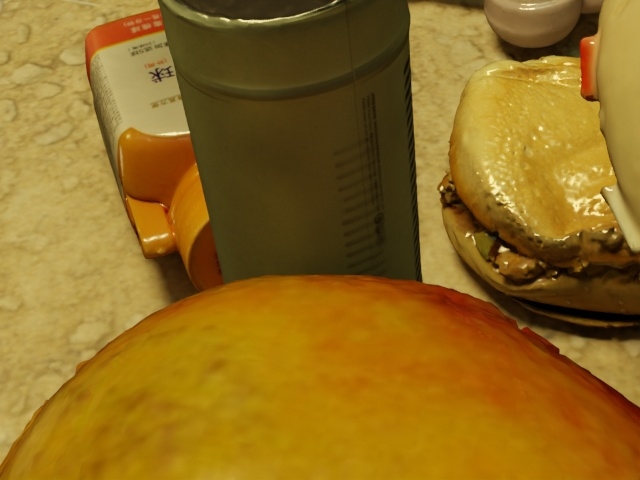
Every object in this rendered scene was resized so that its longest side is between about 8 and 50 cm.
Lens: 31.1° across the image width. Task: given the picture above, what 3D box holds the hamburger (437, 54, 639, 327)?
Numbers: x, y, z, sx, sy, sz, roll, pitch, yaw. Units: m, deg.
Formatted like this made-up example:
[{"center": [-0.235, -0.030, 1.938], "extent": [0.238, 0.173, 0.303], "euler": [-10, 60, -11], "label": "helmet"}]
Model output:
[{"center": [0.183, -0.042, 0.773], "extent": [0.213, 0.108, 0.214], "euler": [-2, 46, 2], "label": "hamburger"}]

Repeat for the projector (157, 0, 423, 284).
[{"center": [0.000, 0.000, 0.583], "extent": [0.108, 0.337, 0.108], "euler": [-4, 44, 4], "label": "projector"}]

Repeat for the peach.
[{"center": [0.004, 0.190, 0.426], "extent": [0.372, 0.290, 0.373], "euler": [-2, 49, 3], "label": "peach"}]

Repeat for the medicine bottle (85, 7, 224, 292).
[{"center": [-0.071, -0.067, 0.809], "extent": [0.149, 0.112, 0.222], "euler": [-15, 46, -12], "label": "medicine bottle"}]

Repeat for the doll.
[{"center": [0.105, -0.242, 0.985], "extent": [0.365, 0.094, 0.160], "euler": [13, 42, 17], "label": "doll"}]

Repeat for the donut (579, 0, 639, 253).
[{"center": [0.299, -0.055, 0.650], "extent": [0.382, 0.142, 0.383], "euler": [18, 58, -33], "label": "donut"}]
